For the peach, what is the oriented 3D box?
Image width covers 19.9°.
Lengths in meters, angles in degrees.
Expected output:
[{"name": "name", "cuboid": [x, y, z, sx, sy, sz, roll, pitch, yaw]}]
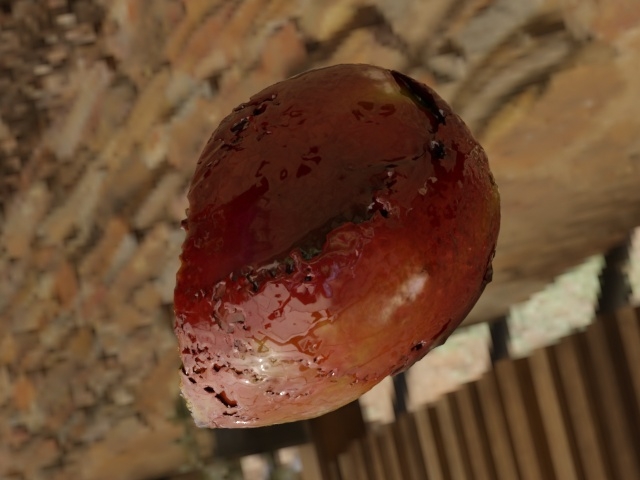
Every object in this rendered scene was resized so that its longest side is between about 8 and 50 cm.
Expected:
[{"name": "peach", "cuboid": [-0.002, -0.005, 0.756, 0.172, 0.127, 0.092, -45, 146, -27]}]
